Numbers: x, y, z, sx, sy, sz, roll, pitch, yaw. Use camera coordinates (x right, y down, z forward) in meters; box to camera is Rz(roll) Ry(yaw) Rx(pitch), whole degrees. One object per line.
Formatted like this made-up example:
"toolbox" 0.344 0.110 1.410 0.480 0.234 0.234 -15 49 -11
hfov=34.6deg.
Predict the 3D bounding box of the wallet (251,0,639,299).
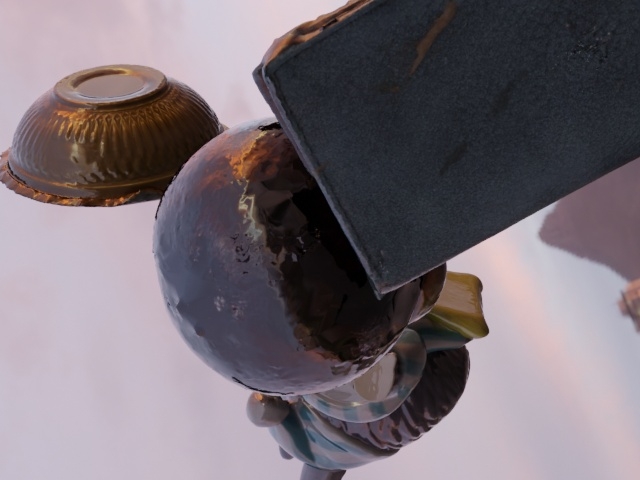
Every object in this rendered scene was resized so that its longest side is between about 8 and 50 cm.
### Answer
"wallet" 0.162 -0.122 0.596 0.190 0.379 0.046 60 -177 -33

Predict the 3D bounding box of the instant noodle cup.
"instant noodle cup" -0.227 -0.133 1.133 0.274 0.274 0.090 -72 -18 -60

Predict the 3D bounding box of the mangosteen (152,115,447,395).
"mangosteen" 0.000 0.000 0.768 0.250 0.211 0.211 -26 -87 -39

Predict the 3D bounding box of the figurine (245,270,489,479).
"figurine" 0.043 0.223 1.325 0.361 0.267 0.377 -29 -44 -64
